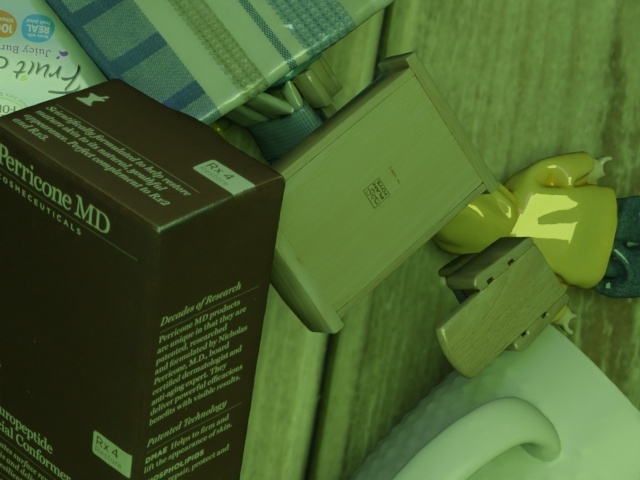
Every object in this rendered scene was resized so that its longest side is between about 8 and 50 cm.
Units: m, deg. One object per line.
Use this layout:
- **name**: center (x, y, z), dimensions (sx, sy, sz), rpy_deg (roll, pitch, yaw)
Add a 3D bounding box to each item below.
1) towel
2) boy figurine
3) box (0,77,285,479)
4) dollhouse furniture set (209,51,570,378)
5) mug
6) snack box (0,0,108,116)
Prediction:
- **towel**: center (-0.080, -0.226, 1.444), dimensions (0.285, 0.034, 0.209), rpy_deg (-36, 78, -15)
- **boy figurine**: center (0.229, 0.000, 1.609), dimensions (0.285, 0.092, 0.177), rpy_deg (7, 87, -11)
- **box**: center (-0.159, 0.088, 1.322), dimensions (0.143, 0.191, 0.381), rpy_deg (-23, 134, -43)
- **dollhouse furniture set**: center (0.000, 0.000, 1.469), dimensions (0.198, 0.303, 0.286), rpy_deg (-40, 107, -22)
- **mug**: center (0.138, 0.252, 1.452), dimensions (0.328, 0.374, 0.276), rpy_deg (-41, 61, -3)
- **snack box**: center (-0.277, -0.164, 1.467), dimensions (0.207, 0.070, 0.174), rpy_deg (6, 82, -9)
